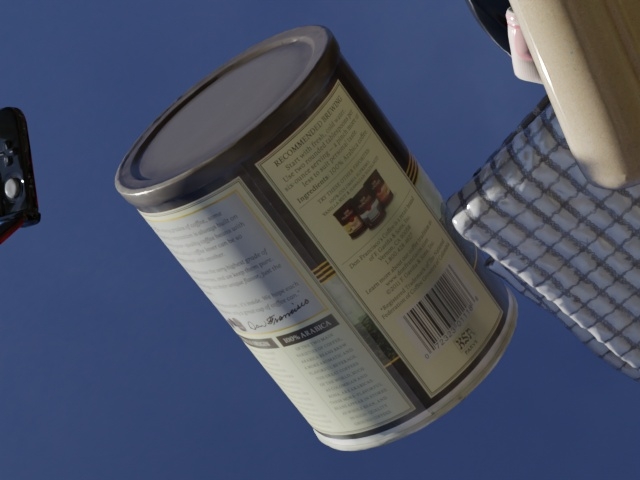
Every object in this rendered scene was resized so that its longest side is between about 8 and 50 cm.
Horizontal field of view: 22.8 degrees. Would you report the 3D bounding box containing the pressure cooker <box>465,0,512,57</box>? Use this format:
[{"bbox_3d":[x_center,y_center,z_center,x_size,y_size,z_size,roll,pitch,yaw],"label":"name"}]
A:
[{"bbox_3d":[0.321,-0.394,1.572,0.375,0.370,0.420,14,-130,-4],"label":"pressure cooker"}]

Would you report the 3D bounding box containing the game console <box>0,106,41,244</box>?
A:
[{"bbox_3d":[-0.274,-0.021,1.102,0.085,0.144,0.124,0,-101,-54],"label":"game console"}]

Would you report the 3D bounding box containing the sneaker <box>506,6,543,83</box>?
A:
[{"bbox_3d":[0.216,-0.158,1.279,0.134,0.051,0.070,-5,-71,-6],"label":"sneaker"}]

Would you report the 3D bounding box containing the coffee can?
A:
[{"bbox_3d":[0.000,0.000,1.249,0.275,0.201,0.201,53,-131,-22],"label":"coffee can"}]

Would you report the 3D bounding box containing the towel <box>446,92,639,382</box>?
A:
[{"bbox_3d":[0.259,-0.024,1.118,0.284,0.235,0.121,35,-151,-14],"label":"towel"}]

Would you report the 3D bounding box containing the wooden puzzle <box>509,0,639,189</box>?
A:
[{"bbox_3d":[0.196,-0.151,0.729,0.239,0.044,0.221,-18,-106,-6],"label":"wooden puzzle"}]
